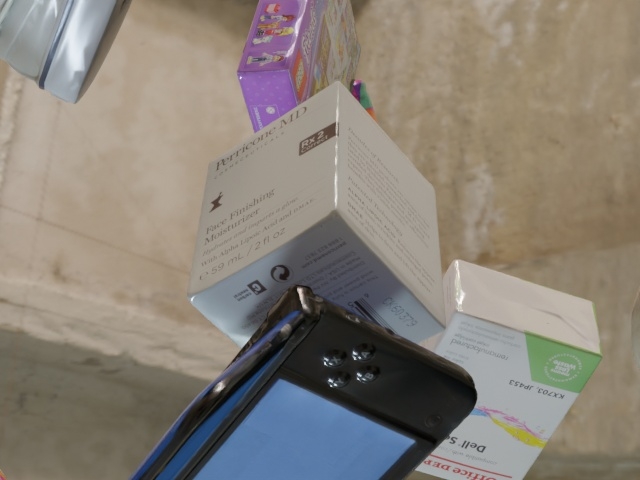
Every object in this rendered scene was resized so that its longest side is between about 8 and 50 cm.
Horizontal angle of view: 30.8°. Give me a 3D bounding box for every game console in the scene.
[{"bbox_3d":[-0.054,0.194,0.803,0.250,0.293,0.173,28,-152,-23],"label":"game console"}]

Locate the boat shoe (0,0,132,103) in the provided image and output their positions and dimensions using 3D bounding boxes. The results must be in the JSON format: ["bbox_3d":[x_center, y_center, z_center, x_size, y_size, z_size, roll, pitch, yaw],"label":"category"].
[{"bbox_3d":[-0.132,-0.198,0.659,0.088,0.267,0.096,27,-135,-7],"label":"boat shoe"}]

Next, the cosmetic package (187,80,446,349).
[{"bbox_3d":[0.000,0.000,0.972,0.151,0.151,0.183,46,-153,-31],"label":"cosmetic package"}]

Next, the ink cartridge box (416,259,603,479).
[{"bbox_3d":[0.206,0.216,1.569,0.207,0.353,0.119,17,-145,-8],"label":"ink cartridge box"}]

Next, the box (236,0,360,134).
[{"bbox_3d":[-0.016,-0.197,1.269,0.201,0.057,0.293,76,-161,-44],"label":"box"}]

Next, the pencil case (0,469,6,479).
[{"bbox_3d":[-0.391,0.230,1.079,0.284,0.124,0.124,69,-150,-65],"label":"pencil case"}]

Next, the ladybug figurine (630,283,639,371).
[{"bbox_3d":[0.575,0.035,1.387,0.305,0.449,0.162,52,-164,-6],"label":"ladybug figurine"}]

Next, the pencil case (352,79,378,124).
[{"bbox_3d":[0.053,-0.077,1.436,0.104,0.104,0.236,-26,-83,-45],"label":"pencil case"}]
